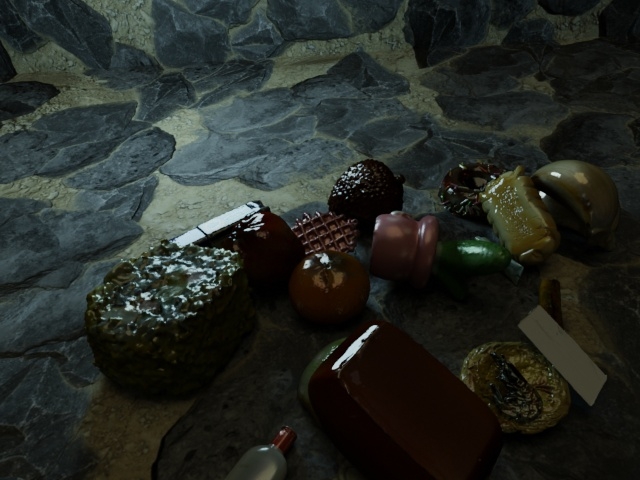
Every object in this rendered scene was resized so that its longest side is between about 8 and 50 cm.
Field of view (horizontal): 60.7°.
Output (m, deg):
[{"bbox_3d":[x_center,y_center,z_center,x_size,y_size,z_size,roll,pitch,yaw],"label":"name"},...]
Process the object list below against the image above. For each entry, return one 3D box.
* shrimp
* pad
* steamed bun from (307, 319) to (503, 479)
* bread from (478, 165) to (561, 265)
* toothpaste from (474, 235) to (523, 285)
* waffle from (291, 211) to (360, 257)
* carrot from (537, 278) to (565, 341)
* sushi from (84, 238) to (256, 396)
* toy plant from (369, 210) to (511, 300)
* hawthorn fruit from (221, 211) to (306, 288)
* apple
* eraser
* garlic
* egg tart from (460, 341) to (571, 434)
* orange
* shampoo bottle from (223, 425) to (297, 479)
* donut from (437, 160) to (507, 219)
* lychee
[{"bbox_3d":[0.408,0.314,1.183,0.091,0.034,0.161,-24,57,-13],"label":"shrimp"},{"bbox_3d":[0.567,0.260,1.278,0.156,0.004,0.232,-22,66,-47],"label":"pad"},{"bbox_3d":[0.156,0.363,1.097,0.379,0.248,0.235,42,57,9],"label":"steamed bun"},{"bbox_3d":[0.603,-0.062,1.647,0.173,0.121,0.311,-35,53,30],"label":"bread"},{"bbox_3d":[0.526,0.048,1.625,0.041,0.064,0.218,-2,32,-22],"label":"toothpaste"},{"bbox_3d":[0.000,0.000,1.689,0.234,0.055,0.221,14,65,23],"label":"waffle"},{"bbox_3d":[0.600,0.197,1.421,0.070,0.070,0.260,8,38,16],"label":"carrot"},{"bbox_3d":[-0.390,0.188,1.392,0.351,0.240,0.396,13,39,22],"label":"sushi"},{"bbox_3d":[0.312,0.039,1.511,0.356,0.211,0.317,15,0,7],"label":"toy plant"},{"bbox_3d":[-0.146,0.044,1.574,0.224,0.261,0.224,-39,33,32],"label":"hawthorn fruit"},{"bbox_3d":[0.046,0.303,1.304,0.265,0.120,0.193,-30,34,-32],"label":"apple"},{"bbox_3d":[-0.292,0.007,1.678,0.332,0.155,0.101,-27,40,-25],"label":"eraser"},{"bbox_3d":[0.778,-0.126,1.677,0.286,0.249,0.313,5,34,-35],"label":"garlic"},{"bbox_3d":[0.435,0.336,1.240,0.252,0.098,0.232,-24,52,-18],"label":"egg tart"},{"bbox_3d":[0.021,0.124,1.482,0.224,0.170,0.224,-3,36,2],"label":"orange"},{"bbox_3d":[-0.126,0.484,1.138,0.108,0.051,0.221,17,44,29],"label":"shampoo bottle"},{"bbox_3d":[0.536,-0.175,1.867,0.269,0.103,0.270,-2,40,1],"label":"donut"},{"bbox_3d":[0.152,-0.144,1.775,0.271,0.236,0.236,-18,32,25],"label":"lychee"}]
